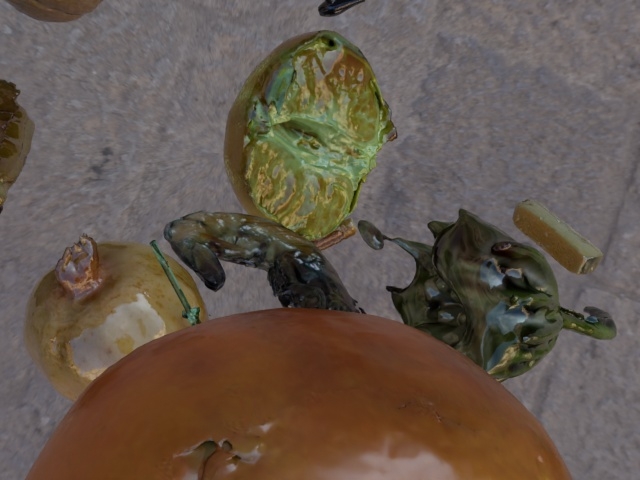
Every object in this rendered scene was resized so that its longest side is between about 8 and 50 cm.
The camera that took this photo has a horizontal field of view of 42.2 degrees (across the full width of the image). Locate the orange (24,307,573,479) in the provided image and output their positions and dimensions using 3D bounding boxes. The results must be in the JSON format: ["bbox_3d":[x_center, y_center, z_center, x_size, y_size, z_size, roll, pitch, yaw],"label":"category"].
[{"bbox_3d":[-0.011,0.172,0.387,0.283,0.226,0.284,-1,92,-19],"label":"orange"}]

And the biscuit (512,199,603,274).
[{"bbox_3d":[0.413,-0.008,1.455,0.056,0.188,0.052,-5,126,-29],"label":"biscuit"}]

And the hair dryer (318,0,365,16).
[{"bbox_3d":[0.023,-0.392,1.321,0.079,0.083,0.031,-15,63,20],"label":"hair dryer"}]

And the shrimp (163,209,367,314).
[{"bbox_3d":[-0.074,0.048,1.052,0.233,0.365,0.071,9,114,-29],"label":"shrimp"}]

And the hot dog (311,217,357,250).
[{"bbox_3d":[0.000,0.000,1.476,0.137,0.028,0.044,-24,117,6],"label":"hot dog"}]

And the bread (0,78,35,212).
[{"bbox_3d":[-0.563,-0.124,1.027,0.369,0.314,0.192,20,116,-19],"label":"bread"}]

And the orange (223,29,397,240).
[{"bbox_3d":[-0.034,-0.173,1.332,0.196,0.262,0.335,26,97,32],"label":"orange"}]

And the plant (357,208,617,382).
[{"bbox_3d":[0.234,0.052,0.885,0.333,0.251,0.180,-3,102,-21],"label":"plant"}]

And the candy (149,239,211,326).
[{"bbox_3d":[-0.136,0.076,0.866,0.055,0.049,0.185,-26,117,-6],"label":"candy"}]

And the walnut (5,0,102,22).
[{"bbox_3d":[-0.415,-0.434,1.241,0.213,0.213,0.213,-1,96,-6],"label":"walnut"}]

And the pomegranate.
[{"bbox_3d":[-0.227,0.101,0.937,0.207,0.207,0.207,-1,96,-6],"label":"pomegranate"}]
